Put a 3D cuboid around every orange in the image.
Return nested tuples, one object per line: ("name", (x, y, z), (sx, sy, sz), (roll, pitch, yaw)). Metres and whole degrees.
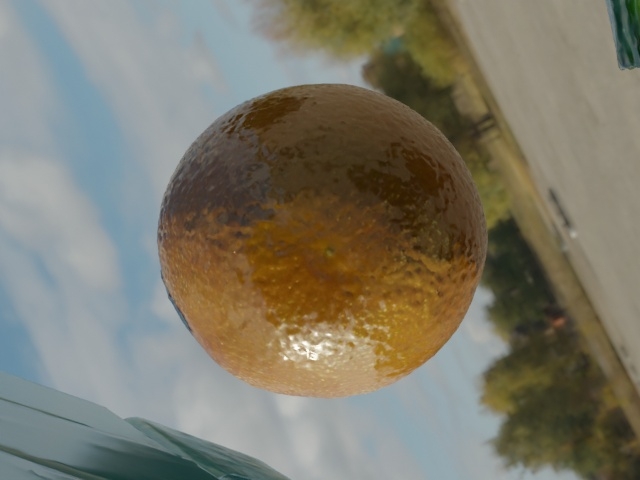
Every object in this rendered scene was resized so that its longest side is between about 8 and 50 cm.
("orange", (0.000, 0.000, 0.801), (0.206, 0.206, 0.206), (61, -172, -15))

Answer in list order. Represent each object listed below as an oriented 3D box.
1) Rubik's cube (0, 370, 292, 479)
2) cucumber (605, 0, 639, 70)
("Rubik's cube", (-0.136, 0.204, 0.402), (0.322, 0.318, 0.316), (25, 175, -27))
("cucumber", (0.252, -0.170, 0.739), (0.191, 0.191, 0.130), (-92, -14, -72))
